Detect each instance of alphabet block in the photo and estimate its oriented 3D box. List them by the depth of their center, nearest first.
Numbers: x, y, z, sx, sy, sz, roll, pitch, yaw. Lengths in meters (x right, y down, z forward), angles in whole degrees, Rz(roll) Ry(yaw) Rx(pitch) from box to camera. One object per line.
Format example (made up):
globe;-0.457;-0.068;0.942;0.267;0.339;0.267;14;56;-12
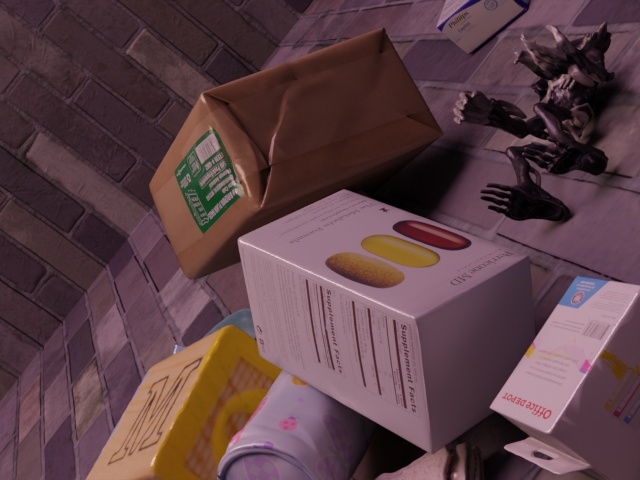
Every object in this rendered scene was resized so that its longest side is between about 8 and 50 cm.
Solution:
alphabet block;-0.113;0.235;1.247;0.197;0.192;0.193;-31;28;52

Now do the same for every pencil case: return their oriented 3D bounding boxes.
pencil case;0.004;0.173;1.112;0.113;0.124;0.273;5;31;21

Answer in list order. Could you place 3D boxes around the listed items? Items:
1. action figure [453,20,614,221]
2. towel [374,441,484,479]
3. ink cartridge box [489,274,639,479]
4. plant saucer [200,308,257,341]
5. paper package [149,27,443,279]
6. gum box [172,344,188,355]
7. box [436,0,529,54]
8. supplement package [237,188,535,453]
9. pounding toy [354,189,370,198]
action figure;0.235;-0.151;1.221;0.164;0.141;0.276;-53;13;39
towel;0.033;0.298;0.971;0.282;0.049;0.187;-44;17;25
ink cartridge box;0.203;0.111;0.835;0.143;0.090;0.092;-55;16;-7
plant saucer;-0.179;0.240;1.669;0.317;0.043;0.317;-46;18;20
paper package;-0.046;-0.108;1.540;0.309;0.168;0.325;-25;-7;-27
gum box;-0.172;0.242;1.428;0.157;0.041;0.184;69;-146;-66
box;0.256;-0.374;1.743;0.126;0.072;0.137;-36;22;41
supplement package;0.058;0.062;1.022;0.139;0.134;0.244;-27;31;-32
pounding toy;0.000;0.000;1.496;0.269;0.155;0.154;-19;37;58
